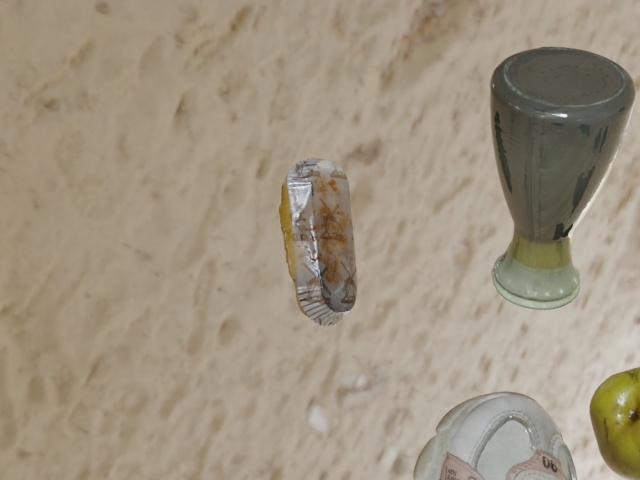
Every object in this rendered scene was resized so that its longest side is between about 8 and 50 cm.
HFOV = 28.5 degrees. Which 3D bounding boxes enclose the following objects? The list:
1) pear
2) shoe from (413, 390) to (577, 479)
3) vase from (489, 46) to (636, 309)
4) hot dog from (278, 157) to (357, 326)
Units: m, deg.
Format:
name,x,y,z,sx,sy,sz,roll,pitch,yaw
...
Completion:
name,x,y,z,sx,sy,sz,roll,pitch,yaw
pear,0.526,0.295,1.983,0.200,0.200,0.200,-43,145,-40
shoe,0.200,0.310,1.183,0.172,0.198,0.351,18,67,-26
vase,0.293,-0.069,1.597,0.173,0.173,0.321,-42,142,-41
hot dog,0.000,0.000,1.847,0.131,0.069,0.253,1,80,-44
